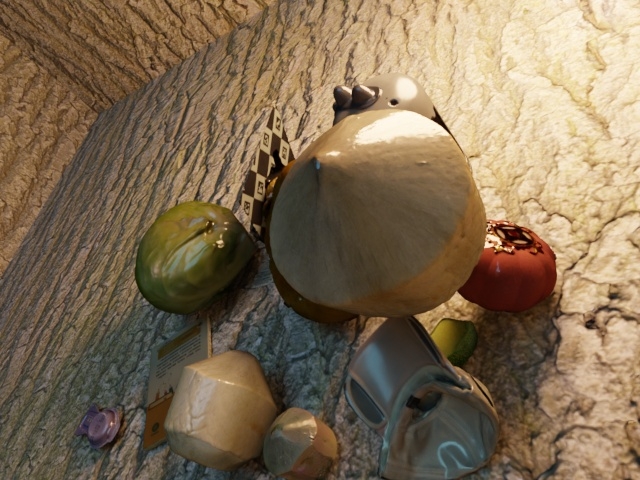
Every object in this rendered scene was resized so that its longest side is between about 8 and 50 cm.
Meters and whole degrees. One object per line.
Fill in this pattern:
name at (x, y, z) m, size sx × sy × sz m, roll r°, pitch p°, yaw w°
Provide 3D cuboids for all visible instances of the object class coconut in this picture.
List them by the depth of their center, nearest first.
coconut at (0.078, -0.035, 0.718) m, size 0.329 × 0.329 × 0.328 m, roll -24°, pitch 43°, yaw 25°
coconut at (-0.040, 0.355, 0.892) m, size 0.116 × 0.122 × 0.116 m, roll -25°, pitch 42°, yaw 25°
coconut at (-0.187, 0.321, 1.001) m, size 0.202 × 0.202 × 0.221 m, roll -2°, pitch 61°, yaw 42°

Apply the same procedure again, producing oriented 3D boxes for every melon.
melon at (0.168, 0.196, 0.895) m, size 0.210 × 0.064 × 0.118 m, roll -5°, pitch 54°, yaw 43°

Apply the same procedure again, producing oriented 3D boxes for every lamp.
lamp at (0.290, 0.046, 0.844) m, size 0.182 × 0.140 × 0.182 m, roll 6°, pitch 31°, yaw -4°

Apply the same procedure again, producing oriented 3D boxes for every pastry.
pastry at (0.000, 0.000, 1.038) m, size 0.356 × 0.164 × 0.355 m, roll 17°, pitch 110°, yaw 59°

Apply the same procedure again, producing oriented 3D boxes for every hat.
hat at (0.156, 0.234, 0.795) m, size 0.219 × 0.164 × 0.226 m, roll -51°, pitch 33°, yaw 28°

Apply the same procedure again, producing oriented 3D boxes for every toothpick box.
toothpick box at (0.149, -0.202, 1.057) m, size 0.229 × 0.316 × 0.229 m, roll -25°, pitch 42°, yaw 25°

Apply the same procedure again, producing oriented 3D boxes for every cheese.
cheese at (-0.576, 0.481, 1.336) m, size 0.191 × 0.042 × 0.105 m, roll 0°, pitch 55°, yaw 43°

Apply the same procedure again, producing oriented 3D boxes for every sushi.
sushi at (-0.137, -0.133, 1.278) m, size 0.059 × 0.292 × 0.293 m, roll 5°, pitch 58°, yaw 18°

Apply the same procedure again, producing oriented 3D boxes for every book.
book at (-0.351, 0.341, 1.271) m, size 0.208 × 0.020 × 0.295 m, roll -33°, pitch 40°, yaw 16°

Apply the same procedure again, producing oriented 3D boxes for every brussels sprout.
brussels sprout at (-0.339, 0.045, 1.354) m, size 0.328 × 0.247 × 0.327 m, roll -11°, pitch 56°, yaw 17°

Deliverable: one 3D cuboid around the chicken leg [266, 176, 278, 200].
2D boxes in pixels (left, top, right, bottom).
chicken leg at (-0.035, -0.154, 1.242) m, size 0.107 × 0.087 × 0.251 m, roll -7°, pitch 28°, yaw 51°
